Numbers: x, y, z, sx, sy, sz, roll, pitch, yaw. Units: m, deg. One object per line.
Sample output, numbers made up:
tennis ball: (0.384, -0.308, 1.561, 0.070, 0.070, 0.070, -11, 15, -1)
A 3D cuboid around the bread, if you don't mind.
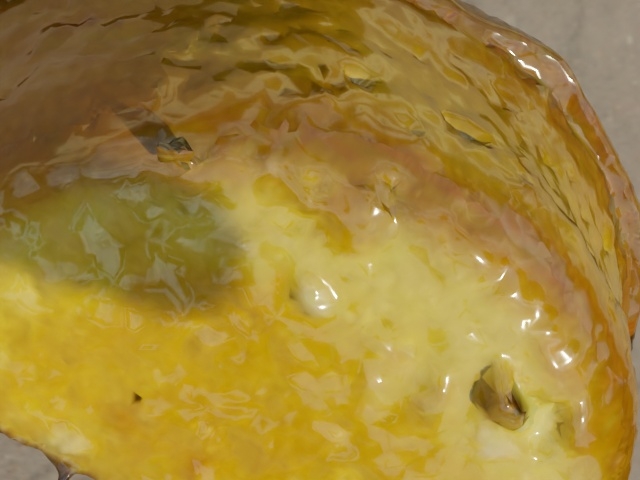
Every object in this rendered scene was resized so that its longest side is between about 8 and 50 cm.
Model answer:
bread: (0.000, 0.000, 0.546, 0.340, 0.179, 0.194, 30, 34, -14)
